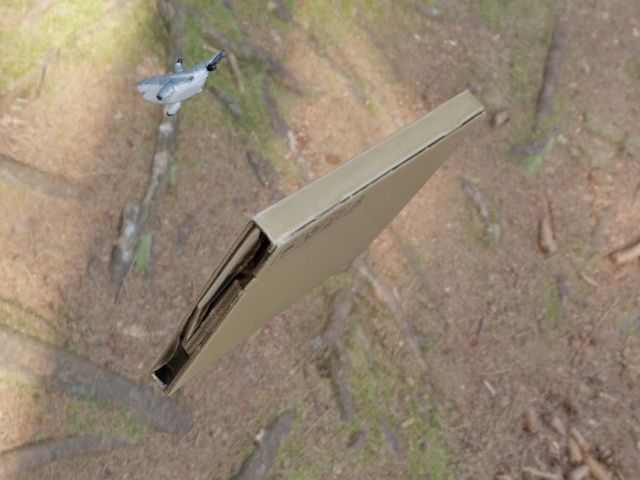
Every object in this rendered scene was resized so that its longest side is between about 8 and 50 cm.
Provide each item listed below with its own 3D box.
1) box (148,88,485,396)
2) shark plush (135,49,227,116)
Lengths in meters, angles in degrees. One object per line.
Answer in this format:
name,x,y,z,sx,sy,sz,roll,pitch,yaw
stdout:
box,0.000,0.000,0.473,0.021,0.164,0.201,47,46,8
shark plush,-0.236,-0.286,1.372,0.161,0.073,0.067,-36,72,7
